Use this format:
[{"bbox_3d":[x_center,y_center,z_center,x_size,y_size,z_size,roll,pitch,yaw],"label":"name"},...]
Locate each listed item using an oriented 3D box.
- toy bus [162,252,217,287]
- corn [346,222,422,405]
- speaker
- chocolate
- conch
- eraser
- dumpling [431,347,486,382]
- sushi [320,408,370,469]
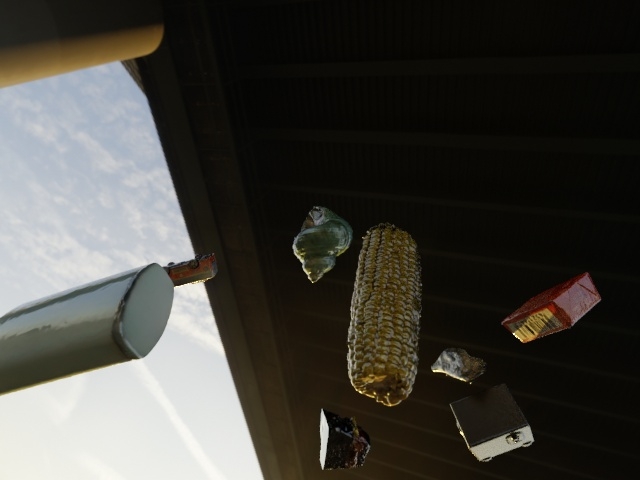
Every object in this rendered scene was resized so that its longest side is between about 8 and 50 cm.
[{"bbox_3d":[-0.392,0.092,1.179,0.193,0.065,0.076,-15,-77,5],"label":"toy bus"},{"bbox_3d":[0.099,0.092,0.617,0.115,0.317,0.115,7,-48,8],"label":"corn"},{"bbox_3d":[0.661,0.710,1.577,0.232,0.184,0.254,-26,-46,10],"label":"speaker"},{"bbox_3d":[0.777,0.229,1.373,0.107,0.235,0.237,57,-32,16],"label":"chocolate"},{"bbox_3d":[0.000,0.000,1.323,0.221,0.276,0.196,-11,-26,38],"label":"conch"},{"bbox_3d":[-0.403,0.143,0.674,0.290,0.189,0.104,-17,-56,10],"label":"eraser"},{"bbox_3d":[0.569,0.489,1.663,0.085,0.166,0.332,62,-13,1],"label":"dumpling"},{"bbox_3d":[0.084,0.674,1.369,0.151,0.153,0.171,3,-89,-8],"label":"sushi"}]
